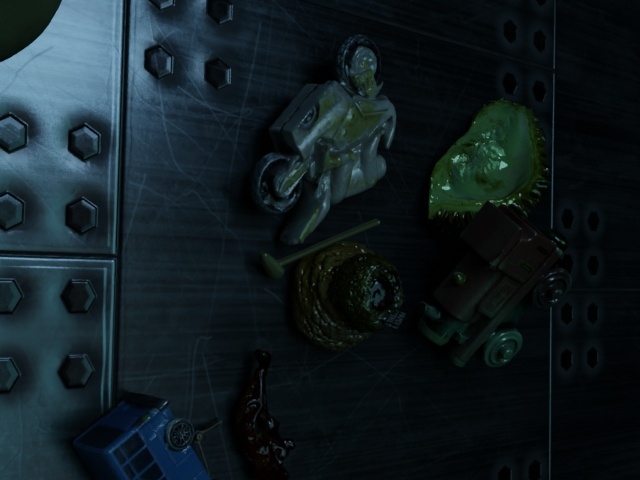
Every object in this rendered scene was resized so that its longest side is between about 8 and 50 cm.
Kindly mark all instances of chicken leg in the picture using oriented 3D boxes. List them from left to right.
[{"bbox_3d":[-0.090,0.277,1.259,0.089,0.048,0.219,-23,103,-40],"label":"chicken leg"}]

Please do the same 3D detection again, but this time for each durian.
[{"bbox_3d":[0.332,-0.130,1.603,0.198,0.163,0.394,30,59,7],"label":"durian"}]

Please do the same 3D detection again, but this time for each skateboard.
[{"bbox_3d":[-0.159,0.309,1.216,0.064,0.032,0.083,-22,100,-48],"label":"skateboard"}]

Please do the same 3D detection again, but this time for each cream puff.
[{"bbox_3d":[0.062,0.089,1.309,0.183,0.169,0.183,2,87,-40],"label":"cream puff"}]

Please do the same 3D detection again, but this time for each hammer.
[{"bbox_3d":[0.000,0.000,1.275,0.195,0.028,0.060,-24,142,-1],"label":"hammer"}]

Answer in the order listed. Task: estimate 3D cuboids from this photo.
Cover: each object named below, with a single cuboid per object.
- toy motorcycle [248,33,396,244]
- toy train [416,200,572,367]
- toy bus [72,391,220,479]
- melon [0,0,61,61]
[{"bbox_3d":[0.022,-0.147,1.323,0.341,0.107,0.223,-55,131,-19],"label":"toy motorcycle"},{"bbox_3d":[0.296,0.087,1.459,0.221,0.150,0.304,27,106,-40],"label":"toy train"},{"bbox_3d":[-0.216,0.333,1.112,0.133,0.116,0.234,-39,111,-36],"label":"toy bus"},{"bbox_3d":[-0.409,-0.301,0.880,0.272,0.271,0.308,42,67,-30],"label":"melon"}]
